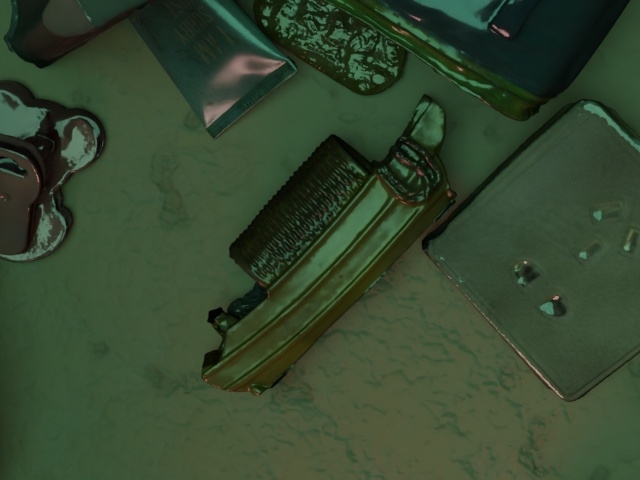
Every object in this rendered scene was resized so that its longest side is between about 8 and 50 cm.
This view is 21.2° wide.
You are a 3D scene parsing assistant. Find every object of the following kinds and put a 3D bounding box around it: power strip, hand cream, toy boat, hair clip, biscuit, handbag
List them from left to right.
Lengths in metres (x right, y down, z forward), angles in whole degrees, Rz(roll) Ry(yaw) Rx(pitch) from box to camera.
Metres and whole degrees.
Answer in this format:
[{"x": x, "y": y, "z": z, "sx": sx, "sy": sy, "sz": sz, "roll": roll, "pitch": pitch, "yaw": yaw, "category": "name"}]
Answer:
[{"x": -0.263, "y": -0.058, "z": 1.525, "sx": 0.123, "sy": 0.102, "sz": 0.138, "roll": 15, "pitch": 130, "yaw": 9, "category": "hair clip"}, {"x": -0.154, "y": -0.236, "z": 1.471, "sx": 0.111, "sy": 0.070, "sz": 0.312, "roll": -38, "pitch": 90, "yaw": 30, "category": "hand cream"}, {"x": 0.000, "y": 0.000, "z": 1.457, "sx": 0.115, "sy": 0.089, "sz": 0.310, "roll": 44, "pitch": 100, "yaw": -6, "category": "toy boat"}, {"x": 0.009, "y": -0.182, "z": 1.474, "sx": 0.147, "sy": 0.018, "sz": 0.071, "roll": 33, "pitch": 98, "yaw": 4, "category": "biscuit"}, {"x": 0.132, "y": -0.257, "z": 1.347, "sx": 0.263, "sy": 0.222, "sz": 0.241, "roll": 31, "pitch": 104, "yaw": 3, "category": "handbag"}, {"x": 0.221, "y": 0.003, "z": 1.437, "sx": 0.213, "sy": 0.064, "sz": 0.198, "roll": -41, "pitch": 90, "yaw": 24, "category": "power strip"}]

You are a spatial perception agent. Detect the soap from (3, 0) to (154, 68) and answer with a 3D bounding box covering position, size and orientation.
[{"x": -0.159, "y": -0.275, "z": 1.402, "sx": 0.258, "sy": 0.302, "sz": 0.159, "roll": -37, "pitch": 103, "yaw": -13, "category": "soap"}]
